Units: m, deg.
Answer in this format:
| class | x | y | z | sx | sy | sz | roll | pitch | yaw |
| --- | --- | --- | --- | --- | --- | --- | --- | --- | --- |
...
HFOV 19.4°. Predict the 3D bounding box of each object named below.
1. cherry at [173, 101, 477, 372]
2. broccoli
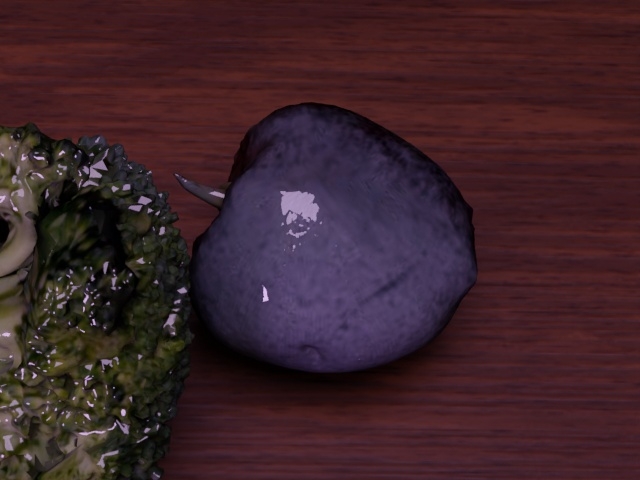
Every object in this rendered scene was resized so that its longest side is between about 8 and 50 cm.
| class | x | y | z | sx | sy | sz | roll | pitch | yaw |
| --- | --- | --- | --- | --- | --- | --- | --- | --- | --- |
| cherry | 0.000 | 0.000 | 1.749 | 0.296 | 0.218 | 0.255 | 21 | 55 | 1 |
| broccoli | -0.235 | 0.078 | 1.635 | 0.317 | 0.277 | 0.338 | 40 | 107 | -9 |
